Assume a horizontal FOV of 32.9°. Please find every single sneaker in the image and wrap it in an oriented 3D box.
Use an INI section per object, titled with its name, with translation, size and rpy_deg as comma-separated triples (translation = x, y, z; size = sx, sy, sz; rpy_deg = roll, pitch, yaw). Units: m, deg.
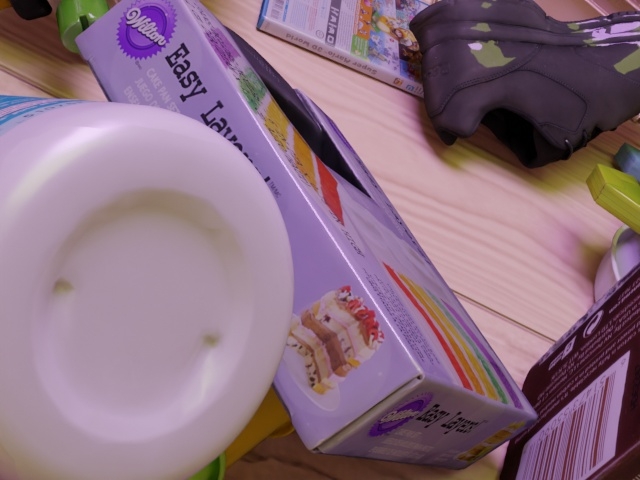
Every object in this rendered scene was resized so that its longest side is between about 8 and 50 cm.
[sneaker]
translation = 0.208, -0.122, 0.892
size = 0.286, 0.109, 0.130
rpy_deg = 1, 80, -15

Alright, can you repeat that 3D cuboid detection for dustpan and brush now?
[dustpan and brush]
translation = 0.239, 0.053, 0.791
size = 0.211, 0.060, 0.147
rpy_deg = -17, 63, -39

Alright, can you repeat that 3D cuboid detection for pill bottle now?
[pill bottle]
translation = -0.143, 0.008, 0.473
size = 0.146, 0.146, 0.264
rpy_deg = -14, 17, -38

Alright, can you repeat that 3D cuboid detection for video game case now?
[video game case]
translation = 0.033, -0.185, 0.914
size = 0.166, 0.015, 0.119
rpy_deg = 21, 44, -13

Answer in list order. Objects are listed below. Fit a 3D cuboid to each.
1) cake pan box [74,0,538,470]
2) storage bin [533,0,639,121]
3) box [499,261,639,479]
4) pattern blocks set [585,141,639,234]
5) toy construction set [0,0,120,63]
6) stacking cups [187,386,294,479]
[cake pan box]
translation = 0.000, 0.000, 0.603
size = 0.267, 0.070, 0.246
rpy_deg = 57, 10, 25
[storage bin]
translation = 0.322, -0.263, 1.072
size = 0.260, 0.123, 0.262
rpy_deg = 43, 44, 11
[box]
translation = 0.231, 0.141, 0.630
size = 0.203, 0.168, 0.167
rpy_deg = 31, 43, -4
[pattern blocks set]
translation = 0.325, 0.025, 0.819
size = 0.285, 0.026, 0.325
rpy_deg = 31, 23, -1
[toy construction set]
translation = -0.111, -0.259, 0.710
size = 0.257, 0.309, 0.237
rpy_deg = 3, 56, -18
[stacking cups]
translation = -0.142, 0.133, 0.493
size = 0.096, 0.096, 0.316
rpy_deg = 46, 50, 12
